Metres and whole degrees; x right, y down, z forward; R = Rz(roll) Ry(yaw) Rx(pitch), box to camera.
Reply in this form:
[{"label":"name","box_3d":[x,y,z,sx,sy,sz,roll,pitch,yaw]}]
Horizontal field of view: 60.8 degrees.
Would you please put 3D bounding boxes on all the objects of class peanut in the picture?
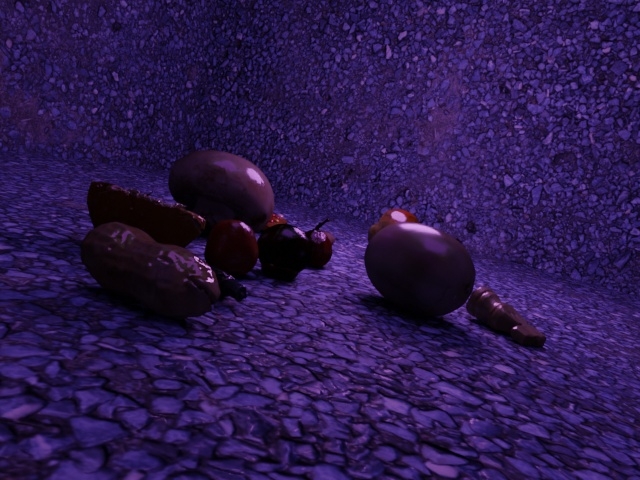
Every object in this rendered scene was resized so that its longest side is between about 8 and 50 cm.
[{"label":"peanut","box_3d":[-0.303,0.055,0.965,0.290,0.130,0.130,20,10,26]},{"label":"peanut","box_3d":[0.000,0.000,2.008,0.076,0.076,0.152,18,11,30]}]

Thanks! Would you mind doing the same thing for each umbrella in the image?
[{"label":"umbrella","box_3d":[-0.238,0.077,1.141,0.236,0.059,0.066,23,34,40]}]

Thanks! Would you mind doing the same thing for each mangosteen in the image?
[{"label":"mangosteen","box_3d":[-0.099,0.033,1.421,0.152,0.152,0.152,13,8,-2]}]

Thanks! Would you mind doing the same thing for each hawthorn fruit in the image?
[{"label":"hawthorn fruit","box_3d":[-0.213,0.014,1.321,0.133,0.138,0.133,10,11,-2]}]

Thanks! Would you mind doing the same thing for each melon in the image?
[{"label":"melon","box_3d":[0.248,0.070,1.390,0.223,0.223,0.317,7,15,-40]}]

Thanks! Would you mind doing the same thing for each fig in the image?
[{"label":"fig","box_3d":[-0.019,0.017,1.673,0.128,0.150,0.128,8,45,-8]}]

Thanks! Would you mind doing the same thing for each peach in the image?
[{"label":"peach","box_3d":[0.292,0.007,2.034,0.235,0.214,0.214,54,23,16]}]

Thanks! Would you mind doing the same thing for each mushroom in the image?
[{"label":"mushroom","box_3d":[-0.337,-0.129,1.809,0.362,0.294,0.362,16,-21,6]}]

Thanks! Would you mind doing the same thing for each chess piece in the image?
[{"label":"chess piece","box_3d":[0.471,0.202,1.385,0.090,0.090,0.200,7,21,-37]}]

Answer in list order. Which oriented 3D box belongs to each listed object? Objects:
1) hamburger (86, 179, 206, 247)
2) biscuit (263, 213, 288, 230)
[{"label":"hamburger","box_3d":[-0.423,-0.040,1.302,0.283,0.156,0.144,18,-12,-1]},{"label":"biscuit","box_3d":[-0.200,-0.075,2.108,0.205,0.049,0.324,5,21,-43]}]
